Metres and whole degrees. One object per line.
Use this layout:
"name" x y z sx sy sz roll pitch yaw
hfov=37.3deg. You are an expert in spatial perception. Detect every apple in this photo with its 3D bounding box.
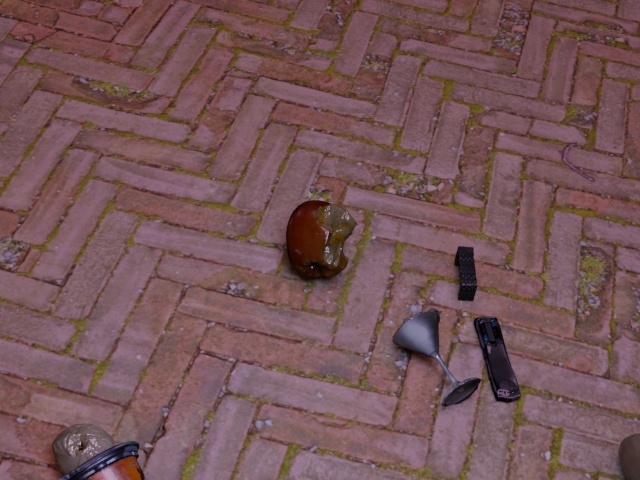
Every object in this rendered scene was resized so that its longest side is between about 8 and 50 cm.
"apple" -0.007 0.002 2.098 0.147 0.156 0.158 10 55 22

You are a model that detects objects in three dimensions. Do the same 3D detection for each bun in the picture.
"bun" -0.434 0.380 1.731 0.115 0.069 0.115 6 46 -6

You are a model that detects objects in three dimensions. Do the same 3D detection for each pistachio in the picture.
"pistachio" 0.665 0.459 1.823 0.129 0.131 0.206 29 17 -51

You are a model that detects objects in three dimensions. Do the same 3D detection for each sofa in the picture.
"sofa" 0.329 0.075 2.149 0.039 0.060 0.118 2 48 1

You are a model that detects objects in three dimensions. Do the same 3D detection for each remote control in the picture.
"remote control" 0.375 0.249 2.018 0.059 0.028 0.212 0 48 -12

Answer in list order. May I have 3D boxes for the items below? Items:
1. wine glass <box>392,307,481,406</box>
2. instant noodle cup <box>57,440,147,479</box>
"wine glass" 0.240 0.244 1.947 0.122 0.122 0.183 -17 56 -24
"instant noodle cup" -0.360 0.446 1.628 0.125 0.177 0.208 53 31 16
